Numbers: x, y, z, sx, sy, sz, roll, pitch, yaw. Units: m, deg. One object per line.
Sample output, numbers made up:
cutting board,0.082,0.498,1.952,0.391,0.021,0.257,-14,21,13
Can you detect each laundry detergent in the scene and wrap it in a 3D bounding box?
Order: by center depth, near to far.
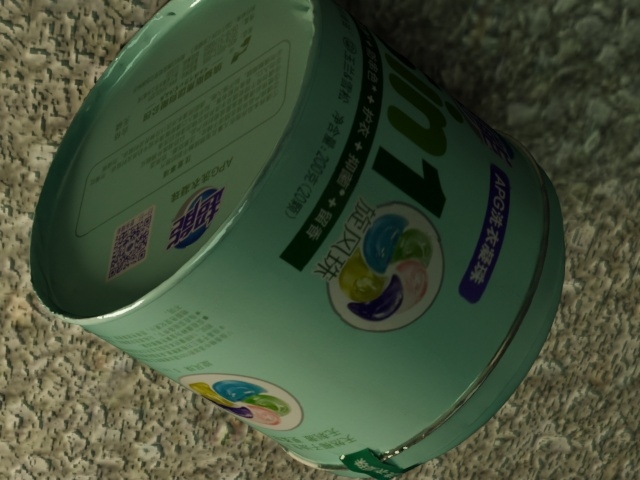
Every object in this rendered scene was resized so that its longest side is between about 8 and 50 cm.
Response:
laundry detergent,0.000,0.000,1.192,0.305,0.287,0.287,34,116,-32
